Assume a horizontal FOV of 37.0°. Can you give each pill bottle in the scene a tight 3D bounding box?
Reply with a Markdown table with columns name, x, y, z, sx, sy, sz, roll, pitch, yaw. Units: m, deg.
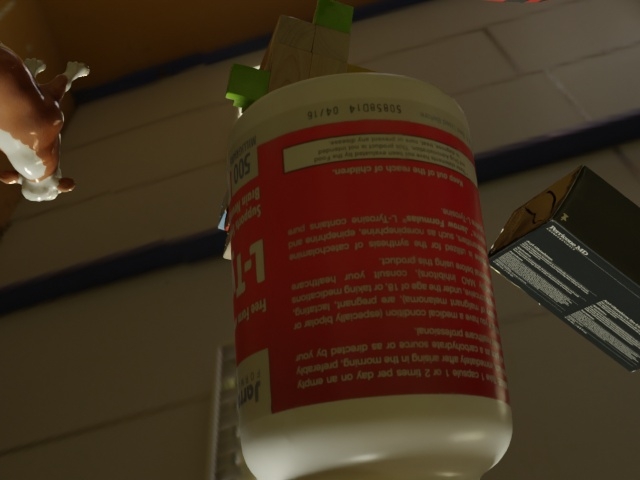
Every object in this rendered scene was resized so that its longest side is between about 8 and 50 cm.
| name | x | y | z | sx | sy | sz | roll | pitch | yaw |
| --- | --- | --- | --- | --- | --- | --- | --- | --- | --- |
| pill bottle | 0.040 | 0.082 | 0.826 | 0.228 | 0.229 | 0.408 | -10 | -112 | 12 |

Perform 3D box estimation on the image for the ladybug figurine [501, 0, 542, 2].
| name | x | y | z | sx | sy | sz | roll | pitch | yaw |
| --- | --- | --- | --- | --- | --- | --- | --- | --- | --- |
| ladybug figurine | 0.309 | -0.496 | 1.617 | 0.449 | 0.162 | 0.305 | -12 | -150 | -39 |

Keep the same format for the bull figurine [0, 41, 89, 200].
| name | x | y | z | sx | sy | sz | roll | pitch | yaw |
| --- | --- | --- | --- | --- | --- | --- | --- | --- | --- |
| bull figurine | -0.397 | -0.193 | 1.215 | 0.101 | 0.310 | 0.188 | -10 | -131 | 25 |

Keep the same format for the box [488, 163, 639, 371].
| name | x | y | z | sx | sy | sz | roll | pitch | yaw |
| --- | --- | --- | --- | --- | --- | --- | --- | --- | --- |
| box | 0.376 | 0.043 | 1.247 | 0.103 | 0.261 | 0.184 | -55 | -175 | -22 |

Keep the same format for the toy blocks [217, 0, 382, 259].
| name | x | y | z | sx | sy | sz | roll | pitch | yaw |
| --- | --- | --- | --- | --- | --- | --- | --- | --- | --- |
| toy blocks | -0.057 | -0.095 | 1.261 | 0.190 | 0.261 | 0.382 | 14 | -121 | -11 |
